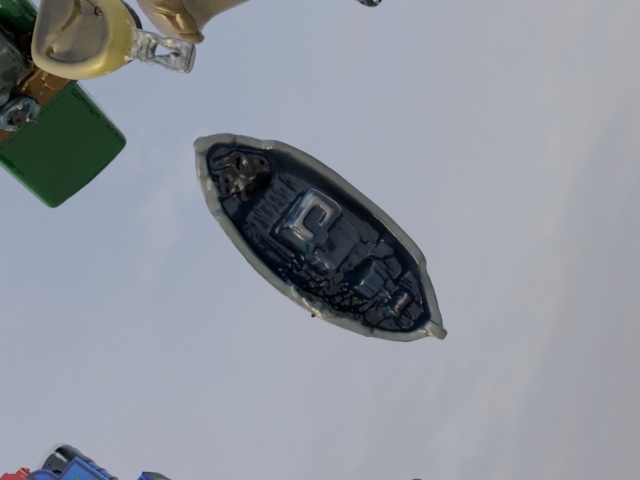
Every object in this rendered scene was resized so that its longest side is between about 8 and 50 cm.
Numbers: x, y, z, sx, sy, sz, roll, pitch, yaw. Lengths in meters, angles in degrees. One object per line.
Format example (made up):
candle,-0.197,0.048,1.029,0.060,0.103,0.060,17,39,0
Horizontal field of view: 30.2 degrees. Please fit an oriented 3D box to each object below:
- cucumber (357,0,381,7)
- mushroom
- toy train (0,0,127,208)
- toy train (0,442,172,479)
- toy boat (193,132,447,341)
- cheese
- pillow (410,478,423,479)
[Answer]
cucumber,-0.026,-0.281,1.087,0.070,0.220,0.046,-59,21,27
mushroom,-0.087,-0.442,1.719,0.407,0.137,0.154,-38,10,-2
toy train,-0.372,-0.201,1.362,0.178,0.429,0.249,-42,-47,-1
toy train,-0.216,0.279,1.188,0.131,0.204,0.082,-51,-26,-22
toy boat,0.000,0.000,1.151,0.129,0.309,0.142,-53,9,-8
cheese,-0.174,-0.171,1.012,0.036,0.162,0.086,7,-80,-65
pillow,0.070,0.394,1.527,0.033,0.217,0.130,24,-133,-29
